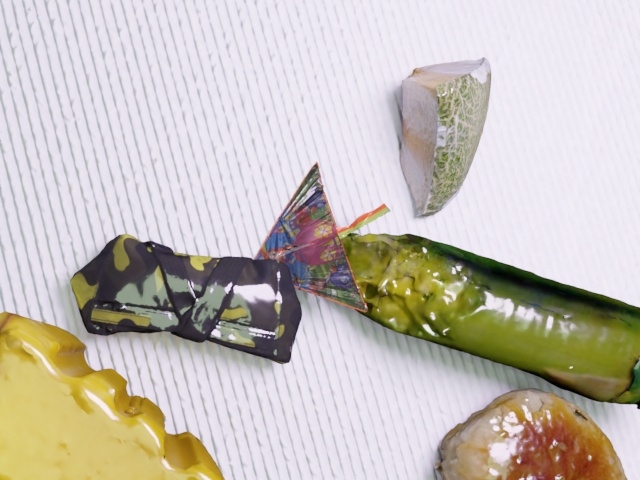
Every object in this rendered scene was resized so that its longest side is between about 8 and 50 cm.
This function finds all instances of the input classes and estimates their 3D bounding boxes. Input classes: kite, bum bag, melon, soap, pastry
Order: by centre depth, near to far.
[{"bbox_3d":[-0.186,0.162,0.766,0.204,0.324,0.096,40,78,-2],"label":"soap"},{"bbox_3d":[-0.131,0.057,0.930,0.232,0.060,0.107,12,78,-11],"label":"bum bag"},{"bbox_3d":[0.224,0.252,0.963,0.182,0.093,0.192,-28,87,-19],"label":"pastry"},{"bbox_3d":[0.000,0.000,0.974,0.159,0.010,0.190,-20,62,7],"label":"kite"},{"bbox_3d":[0.126,-0.132,1.005,0.093,0.139,0.202,14,79,12],"label":"melon"}]

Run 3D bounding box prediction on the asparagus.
[{"bbox_3d":[0.183,0.077,0.972,0.382,0.128,0.108,18,118,-8],"label":"asparagus"}]
